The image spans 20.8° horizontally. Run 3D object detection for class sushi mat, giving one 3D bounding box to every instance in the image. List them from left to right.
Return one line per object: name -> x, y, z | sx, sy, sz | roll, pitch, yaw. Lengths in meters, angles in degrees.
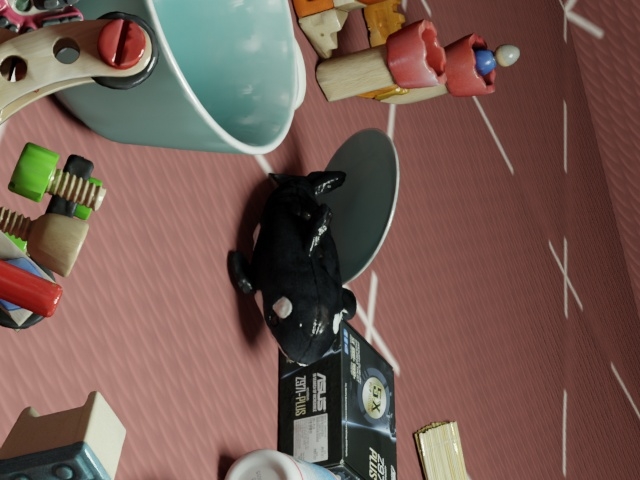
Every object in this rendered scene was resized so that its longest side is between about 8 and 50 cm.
sushi mat -> 0.184, 0.391, 2.266 | 0.151, 0.019, 0.316 | -7, 83, -67

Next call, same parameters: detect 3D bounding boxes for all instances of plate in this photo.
plate -> 0.042, -0.035, 1.972 | 0.024, 0.188, 0.188 | 17, 55, -28

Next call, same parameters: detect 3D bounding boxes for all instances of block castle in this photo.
block castle -> 0.097, -0.406, 2.273 | 0.303, 0.213, 0.453 | -5, 82, -68

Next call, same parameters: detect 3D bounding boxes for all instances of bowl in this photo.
bowl -> -0.159, -0.210, 1.606 | 0.311, 0.163, 0.311 | 46, 37, -50

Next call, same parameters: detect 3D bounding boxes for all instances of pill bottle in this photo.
pill bottle -> -0.027, 0.262, 1.743 | 0.160, 0.087, 0.087 | 31, 49, -60

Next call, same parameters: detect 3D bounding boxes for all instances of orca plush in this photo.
orca plush -> 0.000, 0.000, 1.865 | 0.151, 0.102, 0.287 | 32, 36, -9

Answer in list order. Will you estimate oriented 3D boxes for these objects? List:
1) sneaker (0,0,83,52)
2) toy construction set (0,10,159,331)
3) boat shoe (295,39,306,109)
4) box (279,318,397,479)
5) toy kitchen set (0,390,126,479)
sneaker -> -0.302, -0.278, 1.399 | 0.299, 0.121, 0.112 | 63, -4, -27
toy construction set -> -0.269, -0.070, 1.245 | 0.237, 0.257, 0.309 | 23, 19, -9
boat shoe -> -0.091, -0.238, 1.918 | 0.081, 0.079, 0.227 | -37, 106, -57
box -> 0.020, 0.196, 1.908 | 0.147, 0.078, 0.180 | 48, 35, -51
toy kitchen set -> -0.191, 0.234, 1.258 | 0.207, 0.166, 0.122 | 61, 26, -32
